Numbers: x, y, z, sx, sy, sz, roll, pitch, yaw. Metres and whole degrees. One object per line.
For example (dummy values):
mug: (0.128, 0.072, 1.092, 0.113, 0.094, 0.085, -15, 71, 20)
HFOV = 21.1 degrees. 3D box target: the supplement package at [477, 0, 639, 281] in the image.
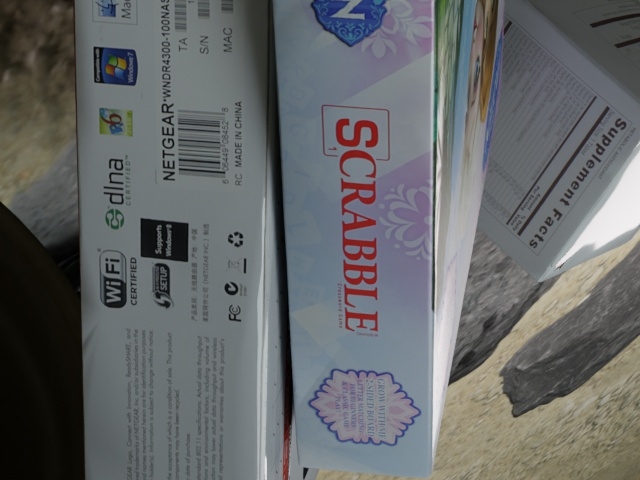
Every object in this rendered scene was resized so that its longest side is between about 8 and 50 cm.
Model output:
supplement package: (0.115, -0.112, 1.086, 0.134, 0.244, 0.139, -20, 148, -53)

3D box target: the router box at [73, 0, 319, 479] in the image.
router box: (-0.034, -0.036, 0.836, 0.301, 0.082, 0.335, -63, 156, -66)

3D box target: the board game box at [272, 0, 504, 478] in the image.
board game box: (0.042, -0.115, 0.786, 0.319, 0.066, 0.318, -74, 166, -50)

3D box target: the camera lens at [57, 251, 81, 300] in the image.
camera lens: (-0.127, 0.145, 1.242, 0.219, 0.219, 0.274, -28, 156, -31)

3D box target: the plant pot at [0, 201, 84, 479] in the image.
plant pot: (-0.303, 0.134, 0.863, 0.323, 0.323, 0.280, -23, 170, -39)
